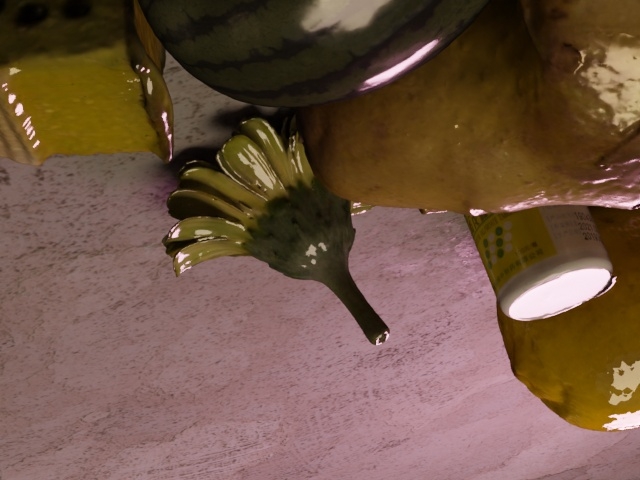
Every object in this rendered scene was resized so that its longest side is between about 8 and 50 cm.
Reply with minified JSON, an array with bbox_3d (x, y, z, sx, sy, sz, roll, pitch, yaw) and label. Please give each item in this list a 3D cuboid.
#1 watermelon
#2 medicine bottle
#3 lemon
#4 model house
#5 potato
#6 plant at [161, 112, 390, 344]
[{"bbox_3d":[0.016,-0.263,1.244,0.359,0.279,0.279,-39,151,15],"label":"watermelon"},{"bbox_3d":[0.242,-0.045,1.884,0.143,0.258,0.143,-15,155,-7],"label":"medicine bottle"},{"bbox_3d":[0.422,0.107,2.258,0.348,0.348,0.348,-16,155,-8],"label":"lemon"},{"bbox_3d":[-0.253,-0.160,1.378,0.234,0.175,0.193,-11,156,0],"label":"model house"},{"bbox_3d":[0.131,-0.138,1.423,0.296,0.290,0.397,-13,180,-6],"label":"potato"},{"bbox_3d":[-0.009,-0.021,1.847,0.306,0.297,0.261,-40,-177,9],"label":"plant"}]
